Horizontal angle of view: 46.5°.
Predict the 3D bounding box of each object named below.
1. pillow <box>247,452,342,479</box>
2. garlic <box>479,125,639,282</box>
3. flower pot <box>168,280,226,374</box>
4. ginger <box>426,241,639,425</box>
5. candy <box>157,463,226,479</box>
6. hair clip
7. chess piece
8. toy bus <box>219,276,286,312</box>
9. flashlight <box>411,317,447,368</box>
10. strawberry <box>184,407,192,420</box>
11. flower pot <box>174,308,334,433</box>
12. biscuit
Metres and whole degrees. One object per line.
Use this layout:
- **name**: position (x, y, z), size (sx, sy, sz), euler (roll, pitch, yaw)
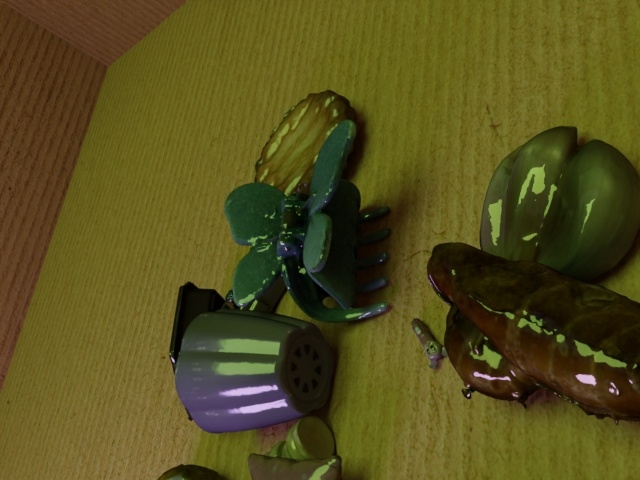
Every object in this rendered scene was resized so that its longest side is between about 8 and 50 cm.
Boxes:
- **pillow**: position (-0.040, 0.498, 1.332), size (0.223, 0.084, 0.236), euler (-16, 77, 40)
- **garlic**: position (0.374, -0.050, 1.196), size (0.279, 0.132, 0.325), euler (19, 87, 46)
- **flower pot**: position (-0.275, 0.226, 1.797), size (0.084, 0.179, 0.250), euler (-10, 55, 18)
- **ginger**: position (0.329, 0.156, 1.060), size (0.176, 0.254, 0.418), euler (-32, 34, -33)
- **candy**: position (-0.287, 0.605, 1.568), size (0.260, 0.118, 0.259), euler (-27, 50, 37)
- **hair clip**: position (0.000, 0.000, 1.520), size (0.392, 0.238, 0.318), euler (-28, 46, 37)
- **chess piece**: position (-0.055, 0.419, 1.446), size (0.170, 0.094, 0.094), euler (-45, 37, 34)
- **toy bus**: position (-0.153, 0.130, 1.755), size (0.182, 0.091, 0.103), euler (-59, 35, -1)
- **flashlight**: position (0.191, 0.179, 1.340), size (0.052, 0.031, 0.110), euler (-50, 36, 16)
- **strawberry**: position (-0.206, 0.306, 1.667), size (0.111, 0.190, 0.236), euler (13, 51, 21)
- **flower pot**: position (-0.114, 0.263, 1.507), size (0.243, 0.265, 0.264), euler (-6, 61, 34)
- **biscuit**: position (-0.029, -0.215, 1.830), size (0.326, 0.107, 0.325), euler (-29, 44, 33)
